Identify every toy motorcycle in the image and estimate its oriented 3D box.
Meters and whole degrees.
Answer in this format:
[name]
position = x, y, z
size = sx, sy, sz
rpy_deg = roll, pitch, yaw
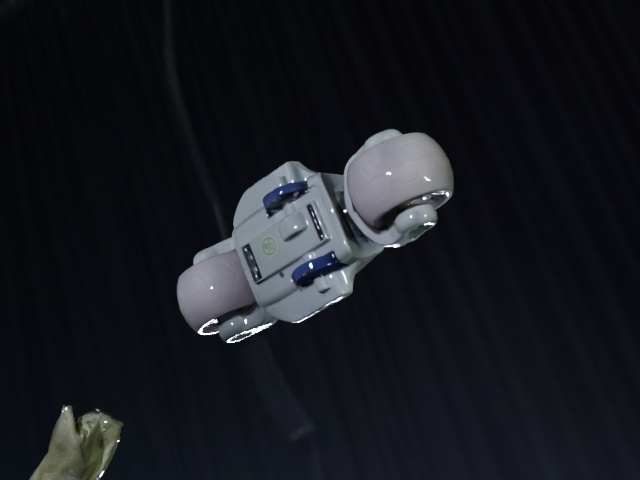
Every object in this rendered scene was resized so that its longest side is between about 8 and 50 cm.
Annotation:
[toy motorcycle]
position = 0.000, 0.000, 1.019
size = 0.254, 0.112, 0.112
rpy_deg = -32, 152, 35

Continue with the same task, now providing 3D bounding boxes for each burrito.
[burrito]
position = -0.236, 0.233, 1.204
size = 0.229, 0.058, 0.063
rpy_deg = -61, 178, 23
